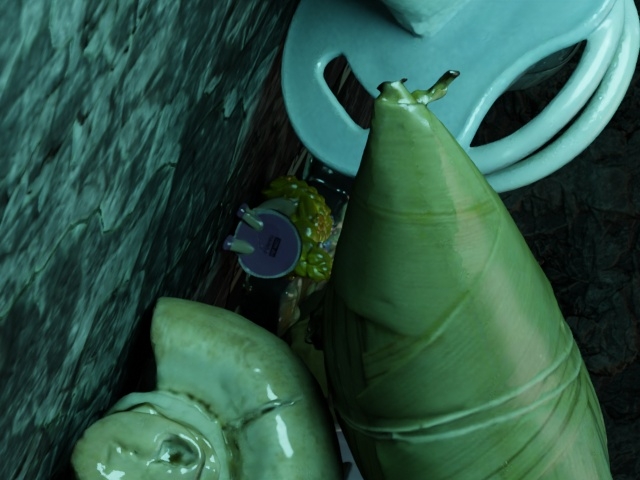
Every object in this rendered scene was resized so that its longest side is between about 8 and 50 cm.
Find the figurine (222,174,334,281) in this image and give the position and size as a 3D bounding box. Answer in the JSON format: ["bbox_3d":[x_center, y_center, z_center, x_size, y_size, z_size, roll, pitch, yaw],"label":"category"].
[{"bbox_3d":[-0.019,-0.003,1.162,0.095,0.115,0.156,-58,179,11],"label":"figurine"}]

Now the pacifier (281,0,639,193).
[{"bbox_3d":[0.070,-0.177,0.855,0.299,0.244,0.233,-44,140,15],"label":"pacifier"}]

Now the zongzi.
[{"bbox_3d":[0.058,0.016,0.929,0.447,0.181,0.418,-121,-167,-64],"label":"zongzi"}]

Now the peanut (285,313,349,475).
[{"bbox_3d":[0.061,0.210,1.422,0.159,0.291,0.143,-36,-178,-5],"label":"peanut"}]

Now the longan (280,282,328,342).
[{"bbox_3d":[0.109,0.180,1.810,0.436,0.404,0.404,-61,177,18],"label":"longan"}]

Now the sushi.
[{"bbox_3d":[0.000,0.000,1.442,0.296,0.100,0.373,107,7,-51],"label":"sushi"}]

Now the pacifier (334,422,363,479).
[{"bbox_3d":[-0.085,0.250,1.327,0.207,0.279,0.227,62,-35,38],"label":"pacifier"}]

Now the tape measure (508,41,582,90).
[{"bbox_3d":[0.262,-0.348,1.791,0.147,0.256,0.275,112,-2,-60],"label":"tape measure"}]

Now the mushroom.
[{"bbox_3d":[-0.078,0.173,0.874,0.195,0.189,0.254,95,10,-77],"label":"mushroom"}]
